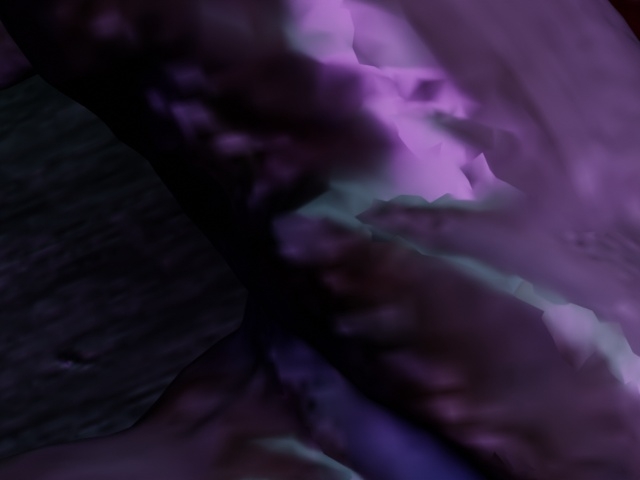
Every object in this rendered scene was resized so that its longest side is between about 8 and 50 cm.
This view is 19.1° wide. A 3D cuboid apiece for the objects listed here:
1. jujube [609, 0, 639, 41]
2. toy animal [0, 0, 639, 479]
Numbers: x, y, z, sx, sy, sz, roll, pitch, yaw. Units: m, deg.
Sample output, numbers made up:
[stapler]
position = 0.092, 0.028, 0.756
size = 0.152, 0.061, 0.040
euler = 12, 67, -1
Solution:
[jujube]
position = 0.067, -0.096, 0.551
size = 0.176, 0.112, 0.109
euler = -2, 18, 17
[toy animal]
position = 0.000, 0.000, 0.444
size = 0.303, 0.194, 0.344
euler = -10, 95, 29
